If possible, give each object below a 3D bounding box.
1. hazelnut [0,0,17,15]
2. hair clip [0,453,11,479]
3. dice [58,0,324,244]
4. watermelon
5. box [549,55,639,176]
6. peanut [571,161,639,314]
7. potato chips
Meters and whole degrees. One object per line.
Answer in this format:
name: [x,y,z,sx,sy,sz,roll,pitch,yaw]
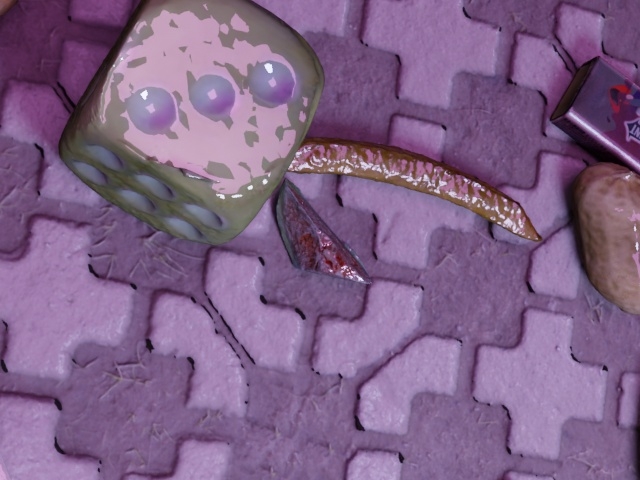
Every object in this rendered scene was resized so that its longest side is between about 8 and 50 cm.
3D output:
hazelnut: [-0.443,-0.363,1.613,0.214,0.176,0.214,0,60,0]
hair clip: [-0.412,0.314,1.575,0.101,0.085,0.331,-20,83,-23]
dice: [-0.159,-0.160,1.641,0.252,0.254,0.250,30,71,-12]
watermelon: [-0.004,0.000,1.766,0.081,0.094,0.180,-41,82,-17]
box: [0.458,-0.161,1.957,0.224,0.069,0.120,34,74,-12]
peanut: [0.434,-0.006,1.897,0.129,0.129,0.224,-15,90,-21]
potato chips: [0.131,-0.082,1.836,0.407,0.057,0.080,15,91,-17]
